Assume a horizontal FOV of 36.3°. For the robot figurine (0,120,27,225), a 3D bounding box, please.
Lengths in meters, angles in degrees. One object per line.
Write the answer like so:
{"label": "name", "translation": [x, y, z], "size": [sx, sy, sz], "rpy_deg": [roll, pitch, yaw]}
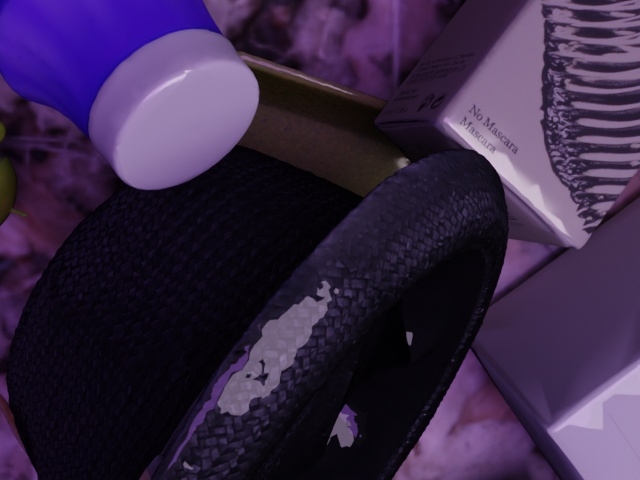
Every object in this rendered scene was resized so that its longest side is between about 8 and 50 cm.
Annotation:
{"label": "robot figurine", "translation": [-0.216, -0.044, 0.534], "size": [0.101, 0.067, 0.115], "rpy_deg": [-32, 111, 28]}

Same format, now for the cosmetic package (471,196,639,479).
{"label": "cosmetic package", "translation": [0.310, 0.045, 0.612], "size": [0.385, 0.156, 0.217], "rpy_deg": [-39, 110, 0]}

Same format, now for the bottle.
{"label": "bottle", "translation": [-0.132, -0.141, 0.432], "size": [0.118, 0.092, 0.283], "rpy_deg": [-39, 66, 0]}

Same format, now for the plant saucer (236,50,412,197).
{"label": "plant saucer", "translation": [0.000, 0.000, 0.599], "size": [0.188, 0.045, 0.188], "rpy_deg": [16, 101, -15]}

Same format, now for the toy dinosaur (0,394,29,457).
{"label": "toy dinosaur", "translation": [-0.116, 0.166, 0.622], "size": [0.211, 0.064, 0.112], "rpy_deg": [14, 84, -23]}

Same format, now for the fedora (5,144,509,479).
{"label": "fedora", "translation": [-0.051, 0.074, 0.484], "size": [0.152, 0.334, 0.334], "rpy_deg": [36, 97, 21]}

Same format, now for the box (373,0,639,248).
{"label": "box", "translation": [0.162, -0.135, 0.541], "size": [0.113, 0.094, 0.275], "rpy_deg": [38, 83, -17]}
